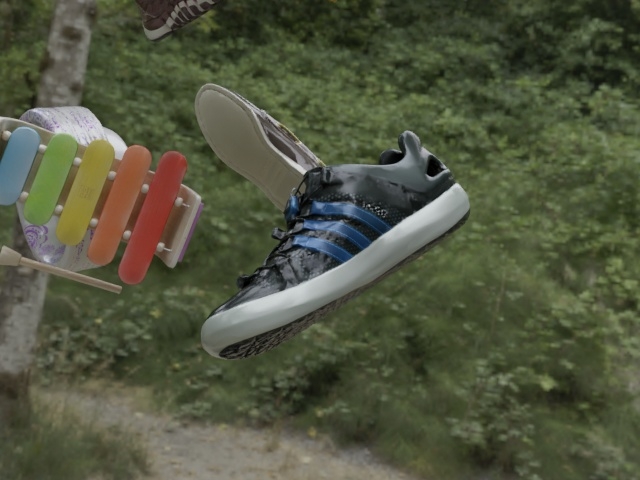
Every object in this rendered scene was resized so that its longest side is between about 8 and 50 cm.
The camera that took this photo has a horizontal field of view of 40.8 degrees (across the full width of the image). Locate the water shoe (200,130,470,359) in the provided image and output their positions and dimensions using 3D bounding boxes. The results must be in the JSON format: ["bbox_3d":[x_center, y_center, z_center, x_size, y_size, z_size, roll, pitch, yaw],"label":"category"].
[{"bbox_3d":[0.000,0.000,0.523,0.203,0.080,0.073,-29,-10,-33],"label":"water shoe"}]

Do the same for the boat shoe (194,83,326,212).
[{"bbox_3d":[-0.097,-0.167,1.575,0.324,0.116,0.096,44,32,12],"label":"boat shoe"}]

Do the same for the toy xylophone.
[{"bbox_3d":[-0.341,-0.042,1.245,0.322,0.236,0.081,13,8,-13],"label":"toy xylophone"}]

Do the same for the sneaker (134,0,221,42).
[{"bbox_3d":[-0.195,-0.381,1.155,0.281,0.162,0.106,-13,26,48],"label":"sneaker"}]

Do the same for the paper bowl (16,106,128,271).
[{"bbox_3d":[-0.418,-0.090,1.492,0.148,0.284,0.284,-10,8,-37],"label":"paper bowl"}]

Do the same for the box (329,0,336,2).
[{"bbox_3d":[-0.011,-0.597,1.371,0.177,0.290,0.279,12,-42,-18],"label":"box"}]
